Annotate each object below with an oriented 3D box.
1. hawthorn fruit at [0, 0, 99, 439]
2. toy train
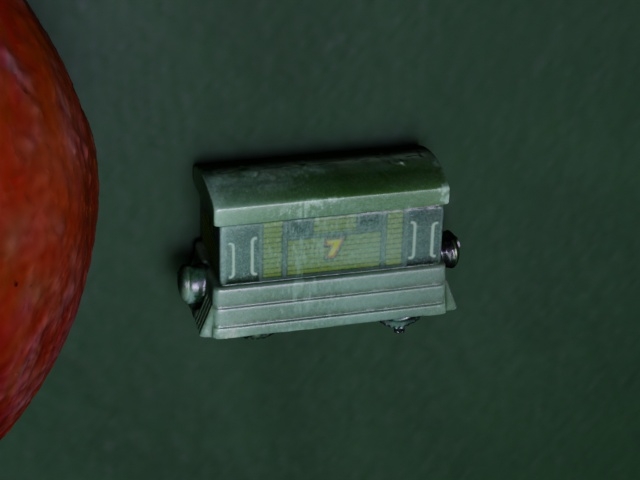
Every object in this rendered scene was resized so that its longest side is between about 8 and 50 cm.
[{"bbox_3d":[-0.137,-0.005,0.509,0.172,0.173,0.173,-8,125,-12],"label":"hawthorn fruit"},{"bbox_3d":[0.000,0.000,0.637,0.093,0.038,0.056,-5,118,-13],"label":"toy train"}]
